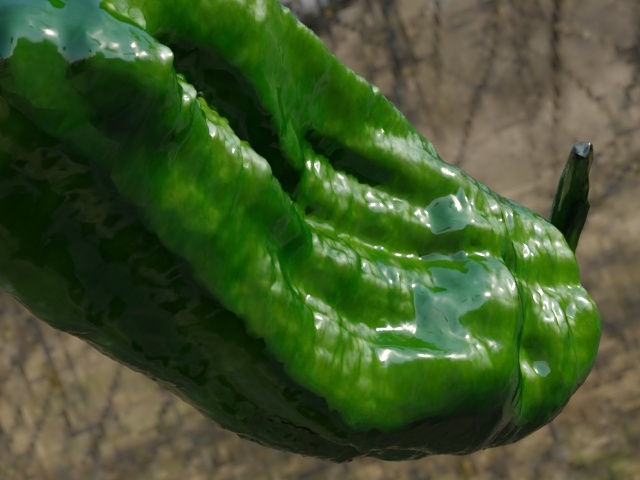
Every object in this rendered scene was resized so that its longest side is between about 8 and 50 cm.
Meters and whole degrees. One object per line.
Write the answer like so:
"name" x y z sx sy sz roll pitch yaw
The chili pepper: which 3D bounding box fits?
"chili pepper" -0.005 -0.002 0.416 0.074 0.100 0.257 -15 -23 24
